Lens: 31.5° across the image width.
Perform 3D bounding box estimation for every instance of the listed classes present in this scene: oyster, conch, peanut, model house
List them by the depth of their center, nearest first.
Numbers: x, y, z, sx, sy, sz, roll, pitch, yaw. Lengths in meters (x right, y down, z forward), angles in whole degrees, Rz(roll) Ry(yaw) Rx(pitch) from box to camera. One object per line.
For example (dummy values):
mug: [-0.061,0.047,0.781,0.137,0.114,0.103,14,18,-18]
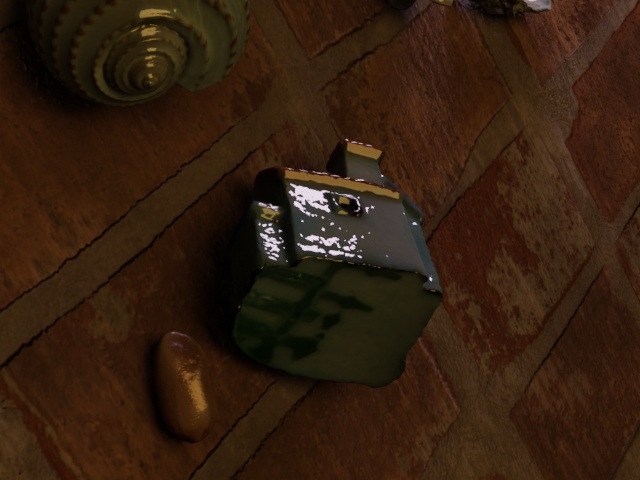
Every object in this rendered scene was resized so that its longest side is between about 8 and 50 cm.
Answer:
conch: [-0.233,-0.338,1.464,0.302,0.215,0.319,-13,80,-16]
peanut: [-0.181,0.194,1.503,0.076,0.076,0.152,-10,88,-46]
model house: [0.000,0.000,1.664,0.294,0.252,0.329,9,47,-20]
oyster: [0.369,-0.490,2.233,0.199,0.087,0.252,44,43,-15]

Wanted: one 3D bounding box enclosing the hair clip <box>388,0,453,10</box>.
hair clip: [0.162,-0.533,2.019,0.172,0.113,0.282,3,76,-45]
